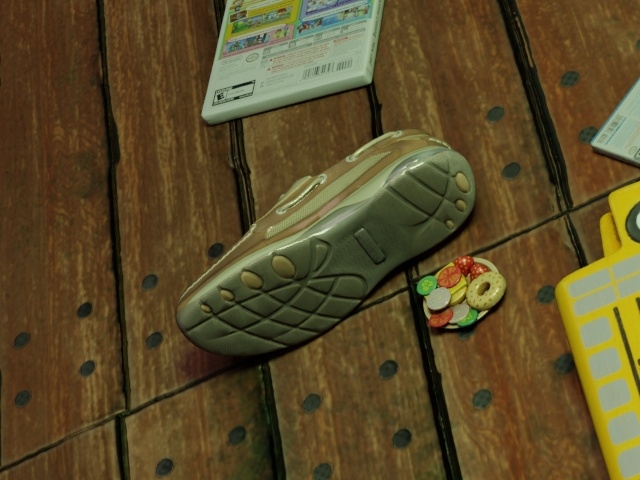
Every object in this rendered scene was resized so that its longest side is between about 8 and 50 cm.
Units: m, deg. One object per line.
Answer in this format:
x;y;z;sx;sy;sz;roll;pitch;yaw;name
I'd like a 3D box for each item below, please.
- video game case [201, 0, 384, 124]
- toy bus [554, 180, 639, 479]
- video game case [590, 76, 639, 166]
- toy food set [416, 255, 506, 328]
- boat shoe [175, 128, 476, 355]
-0.027;-0.231;2.077;0.212;0.023;0.193;-13;49;28;video game case
0.286;0.108;1.512;0.130;0.108;0.332;-27;44;16;toy bus
0.350;-0.110;1.717;0.166;0.015;0.119;25;71;45;video game case
0.132;0.049;1.731;0.082;0.020;0.083;-37;43;3;toy food set
0.000;0.000;1.806;0.324;0.123;0.116;-30;36;1;boat shoe
